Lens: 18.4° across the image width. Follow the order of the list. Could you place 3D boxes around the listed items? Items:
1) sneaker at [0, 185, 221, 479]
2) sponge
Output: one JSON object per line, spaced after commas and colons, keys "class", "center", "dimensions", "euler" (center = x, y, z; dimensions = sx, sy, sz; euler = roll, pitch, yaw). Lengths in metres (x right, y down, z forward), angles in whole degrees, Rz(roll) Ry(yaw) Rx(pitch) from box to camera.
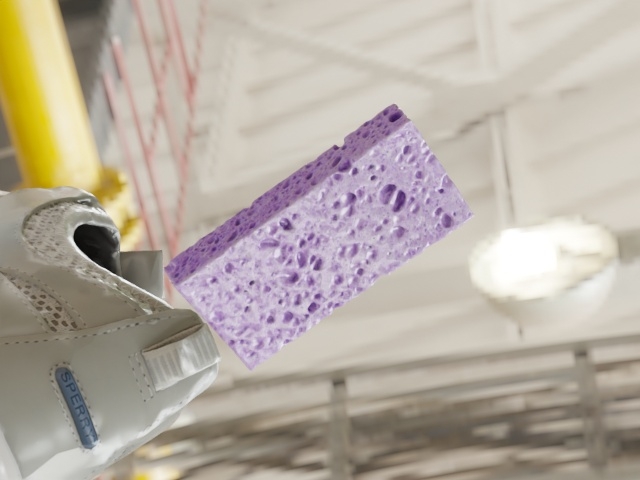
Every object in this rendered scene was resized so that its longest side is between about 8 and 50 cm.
{"class": "sneaker", "center": [-0.108, 0.030, 0.673], "dimensions": [0.115, 0.105, 0.281], "euler": [-20, -158, -13]}
{"class": "sponge", "center": [0.000, 0.000, 1.457], "dimensions": [0.210, 0.117, 0.031], "euler": [-35, -138, 1]}
